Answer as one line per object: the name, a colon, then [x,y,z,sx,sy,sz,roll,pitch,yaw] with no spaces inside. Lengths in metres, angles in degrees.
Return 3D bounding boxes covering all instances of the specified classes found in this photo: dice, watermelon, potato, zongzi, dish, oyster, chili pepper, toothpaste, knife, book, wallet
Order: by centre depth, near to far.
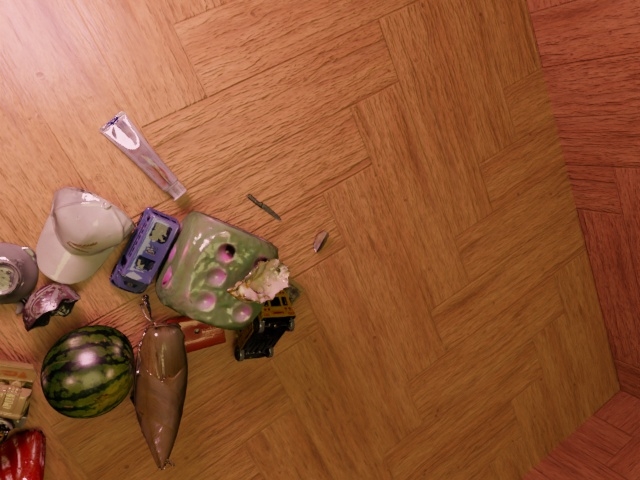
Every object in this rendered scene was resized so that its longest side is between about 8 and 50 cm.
dish: [-0.968,0.121,1.564,0.224,0.078,0.246,-34,112,-17]
oyster: [-0.185,0.135,1.594,0.209,0.072,0.133,-48,117,-34]
chili pepper: [-0.945,0.733,1.604,0.144,0.252,0.136,11,113,-34]
watermelon: [-0.731,0.416,1.619,0.285,0.285,0.285,-5,102,-25]
zongzi: [-0.512,0.437,1.660,0.181,0.418,0.447,2,107,-22]
toothpaste: [-0.575,-0.269,1.688,0.100,0.066,0.323,-42,110,-7]
dice: [-0.348,0.099,1.715,0.318,0.330,0.322,24,91,-27]
wallet: [-0.452,0.335,1.869,0.204,0.045,0.142,-12,105,-24]
knife: [-0.208,-0.123,1.918,0.170,0.010,0.023,38,89,-28]
book: [-0.175,0.220,1.998,0.168,0.013,0.192,41,82,-26]
potato: [0.001,-0.001,2.031,0.037,0.036,0.093,-3,125,-61]

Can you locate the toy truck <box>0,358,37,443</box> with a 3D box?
toy truck: [-1.074,0.443,1.520,0.405,0.181,0.254,25,91,-28]

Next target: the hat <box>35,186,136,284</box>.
hat: [-0.753,-0.003,1.593,0.258,0.168,0.301,32,85,-26]

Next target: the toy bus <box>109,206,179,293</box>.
toy bus: [-0.581,0.047,1.691,0.125,0.133,0.292,27,93,-29]

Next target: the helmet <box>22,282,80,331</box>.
helmet: [-0.854,0.195,1.597,0.177,0.153,0.107,-31,87,-48]

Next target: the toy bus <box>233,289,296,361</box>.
toy bus: [-0.216,0.319,1.876,0.145,0.151,0.331,0,143,-31]
